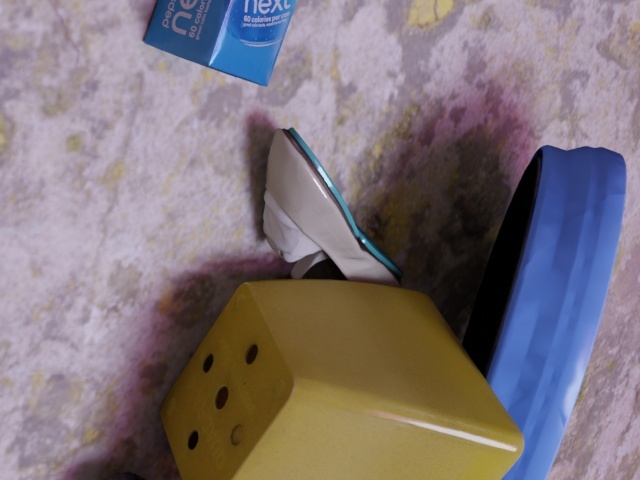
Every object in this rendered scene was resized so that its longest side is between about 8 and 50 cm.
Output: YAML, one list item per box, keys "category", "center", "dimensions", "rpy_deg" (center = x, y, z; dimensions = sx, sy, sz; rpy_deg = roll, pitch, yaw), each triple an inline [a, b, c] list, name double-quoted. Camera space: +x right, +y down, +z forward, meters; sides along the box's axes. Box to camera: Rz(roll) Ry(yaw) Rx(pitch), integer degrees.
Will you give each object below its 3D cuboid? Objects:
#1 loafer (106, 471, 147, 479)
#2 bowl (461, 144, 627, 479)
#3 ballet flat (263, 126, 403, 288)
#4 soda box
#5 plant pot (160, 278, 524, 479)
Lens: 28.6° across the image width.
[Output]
- category: "loafer"
  center: [-0.093, 0.321, 1.071]
  dimensions: [0.130, 0.134, 0.366]
  rpy_deg: [-53, 132, -10]
- category: "bowl"
  center: [0.186, 0.093, 1.185]
  dimensions: [0.391, 0.077, 0.391]
  rpy_deg: [18, 90, -86]
- category: "ballet flat"
  center: [0.000, 0.000, 1.069]
  dimensions: [0.086, 0.086, 0.248]
  rpy_deg: [-56, 142, -13]
- category: "soda box"
  center: [-0.047, -0.223, 0.890]
  dimensions: [0.067, 0.071, 0.210]
  rpy_deg: [11, 101, -52]
- category: "plant pot"
  center: [-0.004, 0.150, 1.012]
  dimensions: [0.187, 0.212, 0.212]
  rpy_deg: [23, 111, -32]
